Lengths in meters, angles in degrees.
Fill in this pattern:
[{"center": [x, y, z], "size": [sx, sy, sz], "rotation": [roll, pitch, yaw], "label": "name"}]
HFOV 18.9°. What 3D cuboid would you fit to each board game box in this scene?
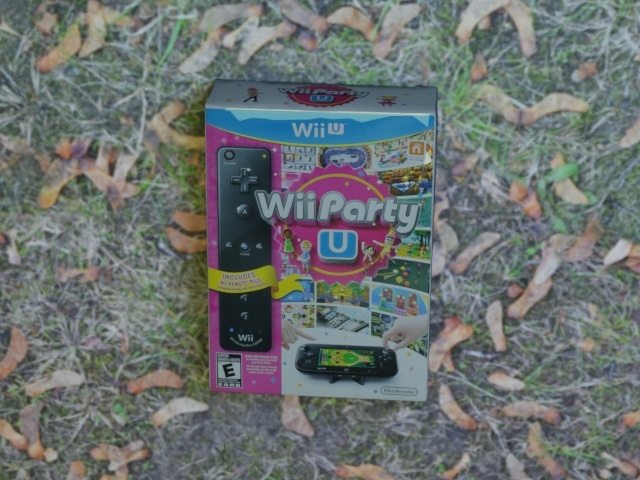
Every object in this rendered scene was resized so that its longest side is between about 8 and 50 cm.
[{"center": [0.000, 0.000, 1.887], "size": [0.224, 0.097, 0.303], "rotation": [2, 111, 4], "label": "board game box"}]
